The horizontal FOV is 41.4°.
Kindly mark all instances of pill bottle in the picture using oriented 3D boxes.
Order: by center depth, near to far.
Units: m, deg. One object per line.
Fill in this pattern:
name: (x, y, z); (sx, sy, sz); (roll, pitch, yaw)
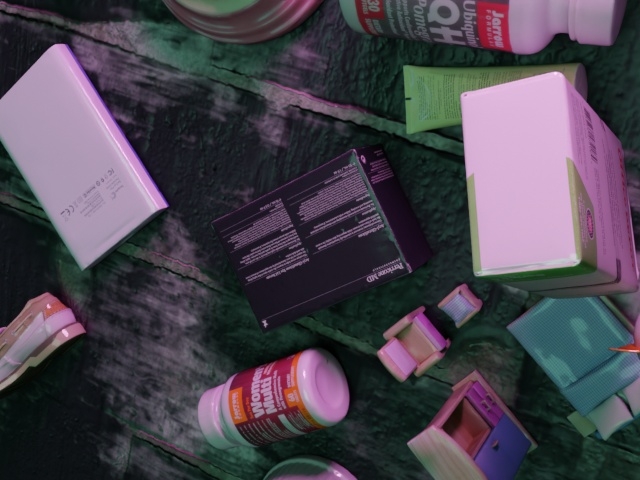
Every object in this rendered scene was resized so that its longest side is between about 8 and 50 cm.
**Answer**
pill bottle: (0.194, -0.315, 0.997); (0.318, 0.176, 0.176); (13, 108, 23)
pill bottle: (-0.075, 0.250, 1.305); (0.221, 0.121, 0.121); (-23, 92, 29)

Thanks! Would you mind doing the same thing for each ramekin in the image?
ramekin: (-0.027, 0.456, 1.340); (0.207, 0.109, 0.207); (7, 106, 25)

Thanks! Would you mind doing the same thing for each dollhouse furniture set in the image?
dollhouse furniture set: (0.260, 0.158, 1.073); (0.303, 0.198, 0.286); (-43, 82, 28)

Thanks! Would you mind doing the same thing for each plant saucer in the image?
plant saucer: (-0.127, -0.442, 1.178); (0.332, 0.084, 0.332); (7, 107, 25)

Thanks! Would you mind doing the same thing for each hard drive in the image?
hard drive: (-0.412, -0.135, 1.420); (0.210, 0.040, 0.318); (-34, 87, 29)

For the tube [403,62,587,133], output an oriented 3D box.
tube: (0.217, -0.190, 1.091); (0.240, 0.062, 0.070); (1, 59, 31)

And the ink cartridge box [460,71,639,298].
ink cartridge box: (0.264, -0.045, 0.950); (0.115, 0.273, 0.198); (-9, 76, 30)

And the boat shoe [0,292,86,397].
boat shoe: (-0.558, 0.206, 1.546); (0.302, 0.113, 0.103); (-36, 84, 18)

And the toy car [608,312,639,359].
toy car: (0.439, 0.100, 0.921); (0.238, 0.210, 0.219); (-15, 88, -5)

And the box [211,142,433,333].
box: (0.000, 0.000, 1.216); (0.261, 0.103, 0.184); (-24, 88, 29)
